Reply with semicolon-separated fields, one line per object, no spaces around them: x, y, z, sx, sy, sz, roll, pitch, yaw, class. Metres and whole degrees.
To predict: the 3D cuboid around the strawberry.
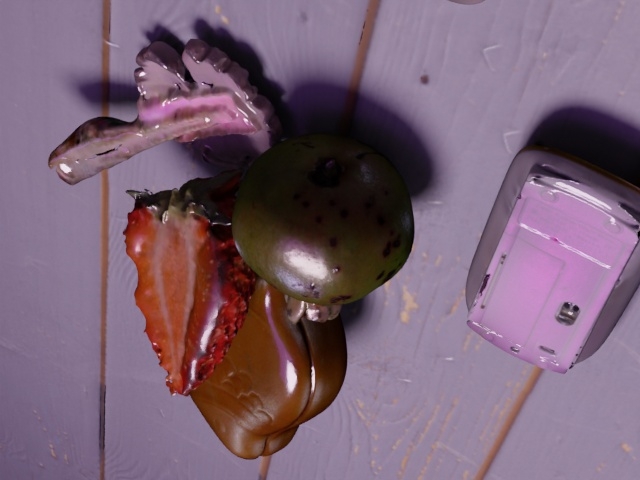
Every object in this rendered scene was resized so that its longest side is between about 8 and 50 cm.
-0.116;0.046;1.558;0.174;0.098;0.228;-9;92;45;strawberry

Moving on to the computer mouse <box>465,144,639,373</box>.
0.227;0.016;1.397;0.158;0.072;0.310;27;147;10;computer mouse

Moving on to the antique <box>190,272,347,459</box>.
-0.065;0.118;1.695;0.223;0.129;0.278;31;128;39;antique

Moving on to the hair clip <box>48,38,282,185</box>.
-0.168;-0.126;1.564;0.300;0.069;0.173;-12;131;35;hair clip

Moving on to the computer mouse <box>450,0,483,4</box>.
0.101;-0.229;1.218;0.096;0.039;0.066;29;147;10;computer mouse

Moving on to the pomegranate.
-0.008;-0.012;1.473;0.179;0.179;0.210;40;142;-9;pomegranate
